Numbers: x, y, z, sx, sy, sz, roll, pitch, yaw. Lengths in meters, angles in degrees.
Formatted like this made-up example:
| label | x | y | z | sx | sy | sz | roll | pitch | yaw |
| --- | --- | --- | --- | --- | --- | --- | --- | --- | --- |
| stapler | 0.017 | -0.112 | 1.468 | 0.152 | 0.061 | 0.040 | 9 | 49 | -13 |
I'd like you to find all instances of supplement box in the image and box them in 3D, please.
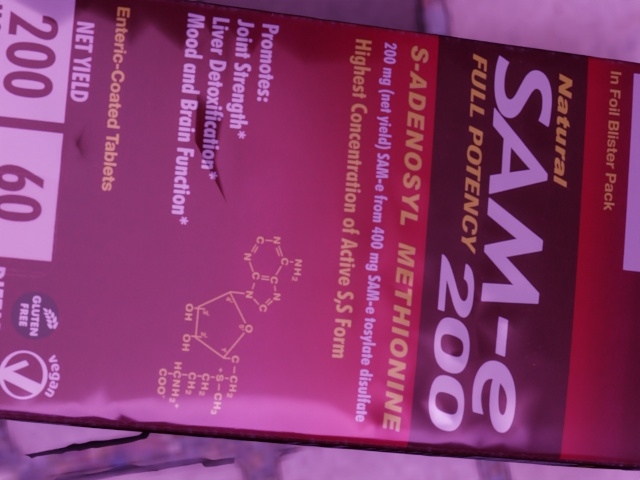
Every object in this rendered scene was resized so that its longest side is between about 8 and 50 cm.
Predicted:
| label | x | y | z | sx | sy | sz | roll | pitch | yaw |
| --- | --- | --- | --- | --- | --- | --- | --- | --- | --- |
| supplement box | 0.000 | 0.000 | 0.611 | 0.239 | 0.073 | 0.130 | 6 | 84 | -16 |
